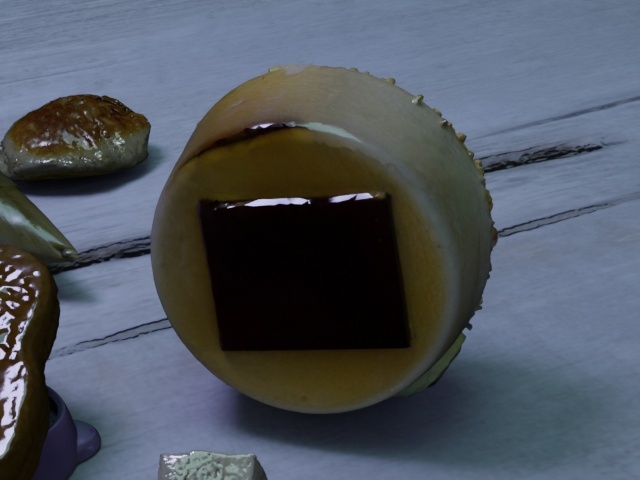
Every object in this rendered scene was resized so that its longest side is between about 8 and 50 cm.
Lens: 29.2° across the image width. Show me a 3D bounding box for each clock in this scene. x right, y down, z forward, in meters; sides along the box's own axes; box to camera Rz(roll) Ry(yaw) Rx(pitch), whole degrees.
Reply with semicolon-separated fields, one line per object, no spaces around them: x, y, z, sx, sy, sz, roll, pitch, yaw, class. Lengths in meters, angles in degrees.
-0.259;0.148;1.007;0.153;0.050;0.110;19;34;34;clock

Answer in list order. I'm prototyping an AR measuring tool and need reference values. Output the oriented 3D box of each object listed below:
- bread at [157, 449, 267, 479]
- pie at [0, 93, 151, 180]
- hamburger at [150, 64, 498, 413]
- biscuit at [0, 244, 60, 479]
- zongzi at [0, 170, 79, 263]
-0.079;0.230;0.869;0.077;0.105;0.152;2;59;6;bread
-0.298;-0.120;1.501;0.194;0.079;0.163;-25;39;-36;pie
0.000;0.000;1.020;0.302;0.301;0.170;6;22;15;hamburger
-0.357;0.140;0.924;0.359;0.074;0.381;-21;50;-7;biscuit
-0.429;-0.008;1.233;0.274;0.145;0.300;-25;42;-30;zongzi
